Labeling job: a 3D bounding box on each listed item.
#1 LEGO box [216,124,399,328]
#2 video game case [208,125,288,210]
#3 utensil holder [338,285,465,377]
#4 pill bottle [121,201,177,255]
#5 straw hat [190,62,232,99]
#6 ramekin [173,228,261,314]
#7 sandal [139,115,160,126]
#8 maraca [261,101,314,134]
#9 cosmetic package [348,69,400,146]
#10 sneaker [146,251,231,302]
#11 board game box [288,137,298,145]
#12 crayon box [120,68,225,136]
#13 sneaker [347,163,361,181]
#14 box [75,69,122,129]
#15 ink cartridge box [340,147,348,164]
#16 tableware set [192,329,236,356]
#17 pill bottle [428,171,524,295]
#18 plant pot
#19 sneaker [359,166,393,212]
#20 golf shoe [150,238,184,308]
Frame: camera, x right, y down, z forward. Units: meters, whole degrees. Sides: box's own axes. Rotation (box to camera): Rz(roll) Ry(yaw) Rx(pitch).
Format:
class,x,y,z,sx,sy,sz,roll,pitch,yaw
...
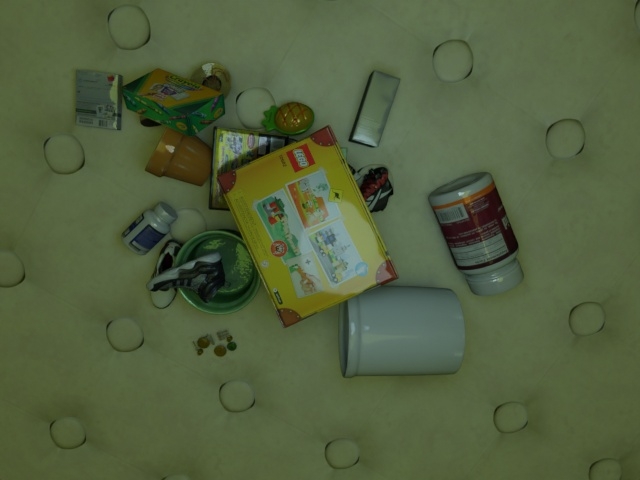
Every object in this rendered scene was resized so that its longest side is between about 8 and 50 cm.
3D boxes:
class,x,y,z,sx,sy,sz,roll,pitch,yaw
LEGO box,-0.038,-0.039,1.360,0.373,0.193,0.499,-24,88,0
video game case,-0.244,-0.233,1.486,0.249,0.035,0.274,3,102,-18
utensil holder,0.269,0.314,1.545,0.386,0.327,0.327,1,101,-3
pill bottle,-0.607,-0.046,1.567,0.187,0.112,0.112,-42,99,7
straw hat,-0.372,-0.529,1.503,0.145,0.061,0.144,0,90,-13
ramekin,-0.356,0.101,1.580,0.304,0.148,0.303,0,101,-1
sandal,-0.501,-0.456,1.506,0.240,0.088,0.079,-11,78,-6
maraca,-0.112,-0.420,1.510,0.186,0.099,0.127,4,67,12
cosmetic package,0.182,-0.443,1.496,0.107,0.127,0.237,15,99,-4
sneaker,-0.435,0.149,1.459,0.269,0.101,0.153,-22,98,1
board game box,-0.071,-0.215,1.538,0.165,0.042,0.243,25,106,17
crayon box,-0.468,-0.446,1.403,0.279,0.165,0.081,25,140,17
sneaker,0.048,-0.197,1.510,0.178,0.072,0.077,-37,94,-10
box,-0.768,-0.485,1.517,0.145,0.038,0.186,6,102,-2
ink cartridge box,0.042,-0.229,1.567,0.109,0.062,0.209,2,101,-1
tableware set,-0.410,0.407,1.704,0.154,0.024,0.103,-19,104,2
pill bottle,0.552,-0.020,1.534,0.224,0.224,0.392,-24,101,4
plant pot,-0.462,-0.284,1.493,0.188,0.205,0.205,28,100,-22
sneaker,0.160,-0.131,1.539,0.276,0.098,0.135,-46,119,-19
golf shoe,-0.575,0.131,1.599,0.105,0.120,0.272,15,102,-5
